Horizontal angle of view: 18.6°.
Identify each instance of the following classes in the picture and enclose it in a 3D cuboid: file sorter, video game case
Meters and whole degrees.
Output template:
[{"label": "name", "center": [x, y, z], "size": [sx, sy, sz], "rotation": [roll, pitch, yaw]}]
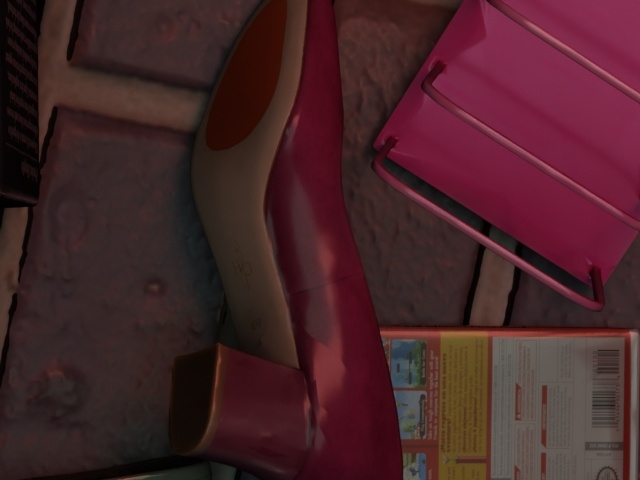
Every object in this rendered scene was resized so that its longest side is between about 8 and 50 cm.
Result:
[{"label": "file sorter", "center": [0.190, -0.123, 1.350], "size": [0.202, 0.182, 0.291], "rotation": [33, 102, 0]}, {"label": "video game case", "center": [0.098, 0.165, 1.464], "size": [0.285, 0.025, 0.204], "rotation": [1, 91, -7]}]

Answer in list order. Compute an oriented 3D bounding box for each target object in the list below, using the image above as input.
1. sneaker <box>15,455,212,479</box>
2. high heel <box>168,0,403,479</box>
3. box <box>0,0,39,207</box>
[{"label": "sneaker", "center": [-0.180, 0.230, 1.403], "size": [0.222, 0.083, 0.118], "rotation": [-8, 92, -8]}, {"label": "high heel", "center": [0.000, 0.000, 1.417], "size": [0.181, 0.127, 0.377], "rotation": [20, 75, -33]}, {"label": "box", "center": [-0.343, -0.216, 1.284], "size": [0.293, 0.212, 0.395], "rotation": [-1, 88, -1]}]
